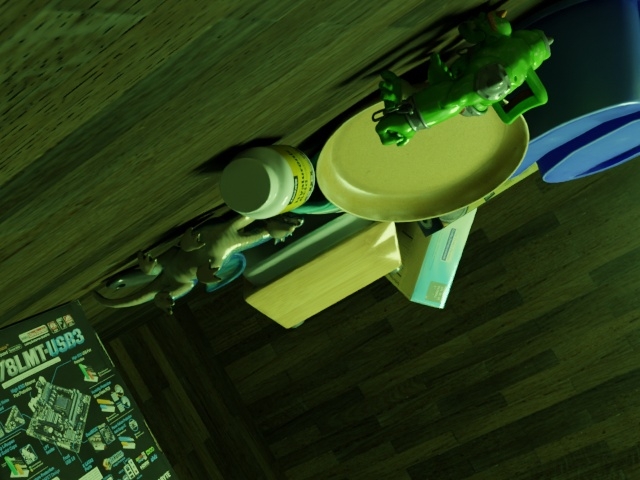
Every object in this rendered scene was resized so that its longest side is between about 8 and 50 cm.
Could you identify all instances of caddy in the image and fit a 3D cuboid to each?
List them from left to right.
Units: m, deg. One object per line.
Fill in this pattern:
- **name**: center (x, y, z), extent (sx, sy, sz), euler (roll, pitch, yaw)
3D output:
- **caddy**: center (0.306, -0.194, 1.124), extent (0.241, 0.179, 0.341), euler (-2, 165, -28)

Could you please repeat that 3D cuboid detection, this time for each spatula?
- **spatula**: center (-0.211, 0.030, 1.350), extent (0.084, 0.030, 0.296), euler (-32, 178, 28)

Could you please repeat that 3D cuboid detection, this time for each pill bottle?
- **pill bottle**: center (-0.049, -0.053, 0.838), extent (0.065, 0.065, 0.116), euler (-30, 179, 17)

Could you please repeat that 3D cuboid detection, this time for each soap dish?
- **soap dish**: center (0.000, 0.000, 1.374), extent (0.229, 0.118, 0.291), euler (-30, -163, 6)

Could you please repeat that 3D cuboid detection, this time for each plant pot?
- **plant pot**: center (0.110, -0.099, 1.029), extent (0.236, 0.032, 0.236), euler (-7, 147, -5)

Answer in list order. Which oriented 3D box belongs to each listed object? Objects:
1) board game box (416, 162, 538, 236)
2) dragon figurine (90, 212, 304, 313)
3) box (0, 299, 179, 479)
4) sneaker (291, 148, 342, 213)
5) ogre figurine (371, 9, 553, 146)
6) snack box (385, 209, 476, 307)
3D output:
- **board game box**: center (0.191, -0.127, 1.266), extent (0.243, 0.165, 0.042), euler (-28, 178, -37)
- **dragon figurine**: center (-0.150, 0.023, 1.172), extent (0.289, 0.085, 0.144), euler (-32, 178, 31)
- **box**: center (-0.323, 0.240, 1.124), extent (0.073, 0.293, 0.295), euler (-32, 179, 19)
- **sneaker**: center (0.059, -0.093, 1.132), extent (0.110, 0.107, 0.275), euler (-16, 169, -46)
- **ogre figurine**: center (0.136, -0.145, 0.830), extent (0.118, 0.097, 0.197), euler (-16, 176, 38)
- **snack box**: center (0.141, -0.034, 1.456), extent (0.060, 0.187, 0.322), euler (14, -169, -17)
